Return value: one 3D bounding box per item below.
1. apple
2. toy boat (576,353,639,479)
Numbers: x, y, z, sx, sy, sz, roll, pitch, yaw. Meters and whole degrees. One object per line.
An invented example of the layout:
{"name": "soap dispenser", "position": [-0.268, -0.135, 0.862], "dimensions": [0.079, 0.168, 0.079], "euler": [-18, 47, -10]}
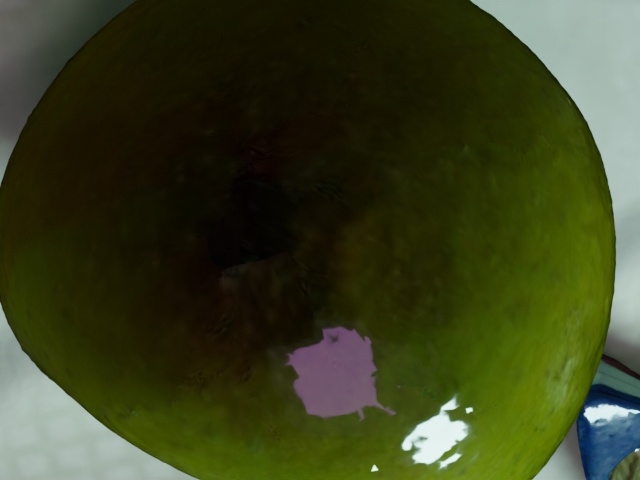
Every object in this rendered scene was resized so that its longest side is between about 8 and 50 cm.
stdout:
{"name": "apple", "position": [0.000, 0.000, 0.568], "dimensions": [0.196, 0.196, 0.157], "euler": [33, 86, -28]}
{"name": "toy boat", "position": [0.162, 0.116, 0.762], "dimensions": [0.080, 0.046, 0.229], "euler": [-34, 123, 18]}
